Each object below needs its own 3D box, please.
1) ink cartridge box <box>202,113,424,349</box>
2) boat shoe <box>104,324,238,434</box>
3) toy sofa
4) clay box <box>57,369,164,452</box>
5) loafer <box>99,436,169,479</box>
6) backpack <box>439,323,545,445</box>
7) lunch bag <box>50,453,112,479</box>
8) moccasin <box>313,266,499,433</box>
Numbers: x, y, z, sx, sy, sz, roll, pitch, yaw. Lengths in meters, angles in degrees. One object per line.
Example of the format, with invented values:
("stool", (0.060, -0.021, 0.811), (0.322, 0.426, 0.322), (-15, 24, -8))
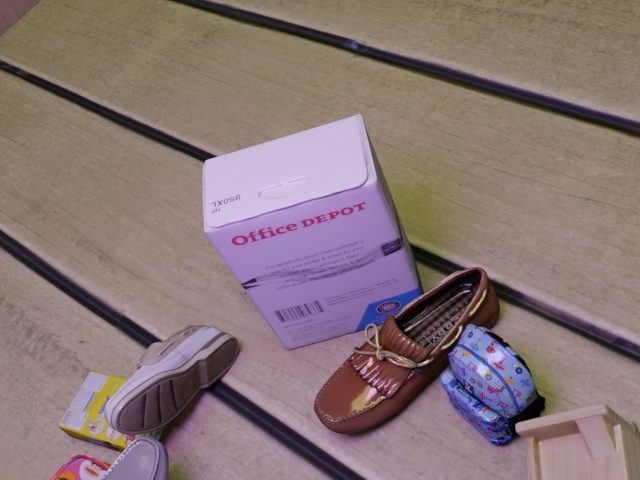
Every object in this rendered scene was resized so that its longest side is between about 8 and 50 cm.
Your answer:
("ink cartridge box", (0.000, 0.000, 1.409), (0.286, 0.395, 0.166), (-16, 51, 9))
("boat shoe", (-0.285, 0.248, 1.464), (0.103, 0.113, 0.302), (22, 30, 29))
("toy sofa", (0.386, 0.429, 1.112), (0.150, 0.177, 0.362), (-25, 44, 35))
("clay box", (-0.374, 0.333, 1.525), (0.222, 0.053, 0.127), (9, 56, 26))
("loafer", (-0.331, 0.444, 1.237), (0.112, 0.111, 0.319), (6, 53, 21))
("backpack", (0.267, 0.223, 1.278), (0.117, 0.173, 0.158), (-40, 51, -11))
("lunch bag", (-0.359, 0.493, 1.352), (0.293, 0.120, 0.258), (20, 63, 32))
("moccasin", (0.146, 0.184, 1.372), (0.380, 0.147, 0.139), (-33, 49, -5))
